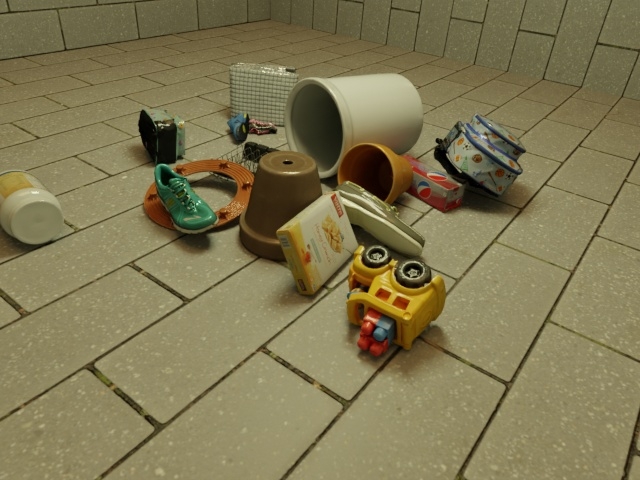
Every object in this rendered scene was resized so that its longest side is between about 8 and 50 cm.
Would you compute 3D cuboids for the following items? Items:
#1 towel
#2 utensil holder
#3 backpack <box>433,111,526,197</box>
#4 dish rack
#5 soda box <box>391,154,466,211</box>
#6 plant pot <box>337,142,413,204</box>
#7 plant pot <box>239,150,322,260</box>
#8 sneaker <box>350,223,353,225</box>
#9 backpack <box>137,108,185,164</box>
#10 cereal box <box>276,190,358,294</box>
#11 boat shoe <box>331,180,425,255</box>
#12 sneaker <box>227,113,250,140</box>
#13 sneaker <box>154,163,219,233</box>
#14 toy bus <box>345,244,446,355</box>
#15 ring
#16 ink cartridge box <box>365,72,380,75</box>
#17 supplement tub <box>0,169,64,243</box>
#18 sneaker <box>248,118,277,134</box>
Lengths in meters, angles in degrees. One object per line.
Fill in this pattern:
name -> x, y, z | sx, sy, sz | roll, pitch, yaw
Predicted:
towel -> -0.234, -0.615, 2.071 | 0.284, 0.234, 0.121 | 5, 28, 0
utensil holder -> 0.122, -0.414, 1.731 | 0.386, 0.327, 0.328 | -18, 40, -34
backpack -> 0.536, -0.271, 1.603 | 0.277, 0.213, 0.263 | 25, 35, -9
dish rack -> -0.241, -0.250, 1.666 | 0.209, 0.074, 0.271 | 20, 38, 24
soda box -> 0.343, -0.193, 1.633 | 0.092, 0.083, 0.263 | -19, 40, -32
plant pot -> 0.190, -0.199, 1.546 | 0.205, 0.205, 0.188 | 29, 24, 32
plant pot -> -0.088, -0.110, 1.329 | 0.263, 0.229, 0.263 | 4, 33, -2
sneaker -> 0.092, -0.069, 1.457 | 0.136, 0.052, 0.058 | 9, 23, -7
backpack -> -0.556, -0.376, 1.730 | 0.145, 0.165, 0.188 | -21, 44, -35
cereal box -> 0.000, 0.000, 1.224 | 0.048, 0.172, 0.240 | -6, 24, 37
boat shoe -> 0.160, -0.066, 1.354 | 0.305, 0.109, 0.091 | 32, 65, 18
sneaker -> -0.332, -0.444, 1.956 | 0.082, 0.069, 0.209 | -7, 33, 4
sneaker -> -0.377, -0.112, 1.336 | 0.107, 0.109, 0.275 | -33, 54, -26
toy bus -> 0.129, 0.140, 1.076 | 0.220, 0.149, 0.211 | 24, 54, 30
ring -> -0.358, -0.150, 1.475 | 0.337, 0.032, 0.336 | -1, 45, 1
ink cartridge box -> 0.091, -0.515, 1.927 | 0.297, 0.261, 0.066 | -19, 41, -32
supplement tub -> -0.771, -0.088, 1.290 | 0.144, 0.144, 0.200 | -25, 44, -36
sneaker -> -0.234, -0.446, 1.993 | 0.120, 0.047, 0.057 | 11, 68, -8
